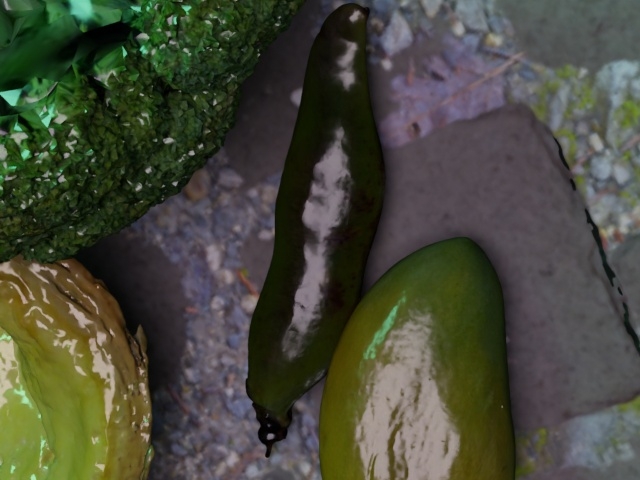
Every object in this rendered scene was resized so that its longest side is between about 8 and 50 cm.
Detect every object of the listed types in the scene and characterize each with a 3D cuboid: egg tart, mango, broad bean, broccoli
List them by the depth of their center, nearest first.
[{"bbox_3d":[-0.197,-0.140,1.315,0.414,0.321,0.309,-13,86,14],"label":"broccoli"},{"bbox_3d":[0.065,0.119,1.381,0.137,0.091,0.237,-5,89,-5],"label":"mango"},{"bbox_3d":[0.000,0.000,1.408,0.077,0.061,0.339,17,99,25],"label":"broad bean"},{"bbox_3d":[-0.254,0.125,1.463,0.315,0.120,0.314,2,95,18],"label":"egg tart"}]
